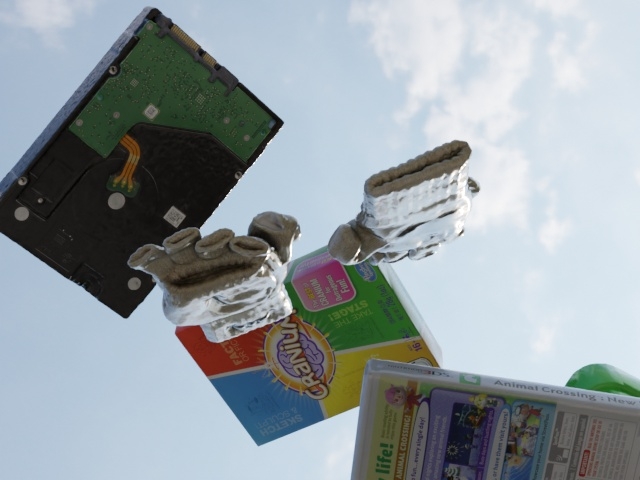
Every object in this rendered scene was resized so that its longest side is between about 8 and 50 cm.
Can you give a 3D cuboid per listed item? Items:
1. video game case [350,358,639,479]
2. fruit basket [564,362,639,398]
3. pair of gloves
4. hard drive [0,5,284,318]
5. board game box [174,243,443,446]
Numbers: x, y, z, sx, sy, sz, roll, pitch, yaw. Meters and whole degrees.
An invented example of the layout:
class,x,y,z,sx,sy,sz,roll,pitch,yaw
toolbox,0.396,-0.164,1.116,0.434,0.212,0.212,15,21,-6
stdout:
class,x,y,z,sx,sy,sz,roll,pitch,yaw
video game case,0.111,0.182,0.659,0.193,0.023,0.212,8,-69,5
fruit basket,0.332,0.295,1.026,0.392,0.392,0.283,20,-78,-35
pair of gloves,0.000,0.000,0.772,0.240,0.204,0.042,-22,-106,5
hard drive,-0.238,-0.098,1.401,0.237,0.064,0.339,39,-92,-30
board game box,-0.015,0.147,1.589,0.317,0.064,0.242,-25,-65,17
